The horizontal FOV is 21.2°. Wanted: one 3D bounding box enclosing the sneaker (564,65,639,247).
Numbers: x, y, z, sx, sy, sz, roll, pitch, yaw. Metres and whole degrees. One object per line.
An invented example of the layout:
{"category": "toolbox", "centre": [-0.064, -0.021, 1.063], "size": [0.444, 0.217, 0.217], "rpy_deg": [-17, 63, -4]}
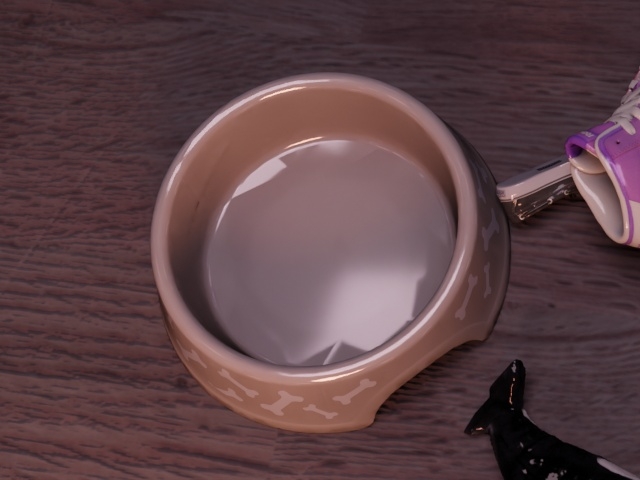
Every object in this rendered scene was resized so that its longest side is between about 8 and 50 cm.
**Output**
{"category": "sneaker", "centre": [0.298, -0.125, 1.540], "size": [0.161, 0.102, 0.282], "rpy_deg": [4, 67, -14]}

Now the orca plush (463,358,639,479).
{"category": "orca plush", "centre": [0.241, 0.215, 1.452], "size": [0.151, 0.102, 0.287], "rpy_deg": [-32, 66, -1]}

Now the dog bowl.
{"category": "dog bowl", "centre": [0.000, 0.000, 1.592], "size": [0.349, 0.102, 0.349], "rpy_deg": [-5, 68, 12]}

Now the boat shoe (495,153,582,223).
{"category": "boat shoe", "centre": [0.233, -0.057, 1.594], "size": [0.142, 0.049, 0.040], "rpy_deg": [-21, 103, -4]}
